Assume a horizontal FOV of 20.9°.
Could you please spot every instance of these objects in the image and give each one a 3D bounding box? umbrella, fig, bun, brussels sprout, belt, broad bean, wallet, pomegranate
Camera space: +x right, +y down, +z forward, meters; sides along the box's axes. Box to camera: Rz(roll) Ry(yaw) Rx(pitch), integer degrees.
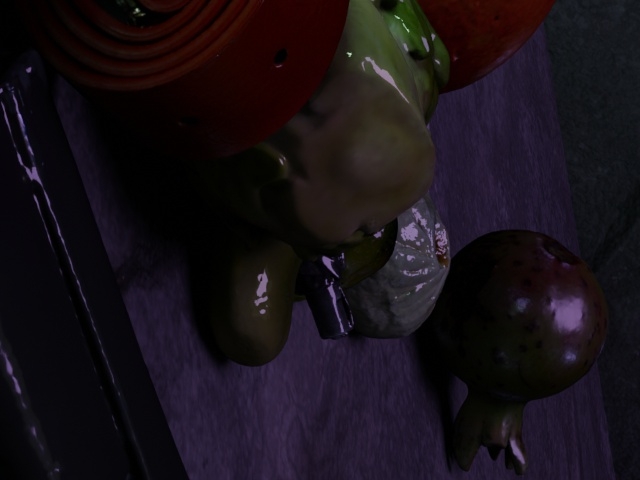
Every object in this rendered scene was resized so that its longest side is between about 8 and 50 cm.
[{"bbox_3d":[-0.023,-0.019,1.612,0.059,0.066,0.236,-26,98,-69],"label":"umbrella"},{"bbox_3d":[0.000,0.000,1.693,0.156,0.123,0.123,-41,132,-19],"label":"fig"},{"bbox_3d":[0.081,0.009,1.896,0.195,0.118,0.195,-13,90,-74],"label":"bun"},{"bbox_3d":[-0.025,-0.151,1.407,0.328,0.247,0.328,46,15,-16],"label":"brussels sprout"},{"bbox_3d":[-0.103,-0.217,1.231,0.115,0.227,0.324,47,23,-57],"label":"belt"},{"bbox_3d":[-0.054,0.019,1.515,0.124,0.082,0.174,66,20,-48],"label":"broad bean"},{"bbox_3d":[-0.170,0.091,1.143,0.228,0.062,0.406,-63,140,-62],"label":"wallet"},{"bbox_3d":[0.248,0.135,2.219,0.242,0.242,0.306,-68,165,-59],"label":"pomegranate"}]

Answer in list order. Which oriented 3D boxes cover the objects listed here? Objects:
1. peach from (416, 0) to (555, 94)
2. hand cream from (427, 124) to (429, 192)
[{"bbox_3d":[0.079,-0.326,1.657,0.388,0.388,0.388,-9,90,-73],"label":"peach"},{"bbox_3d":[0.077,-0.141,2.006,0.359,0.118,0.185,65,18,-60],"label":"hand cream"}]
